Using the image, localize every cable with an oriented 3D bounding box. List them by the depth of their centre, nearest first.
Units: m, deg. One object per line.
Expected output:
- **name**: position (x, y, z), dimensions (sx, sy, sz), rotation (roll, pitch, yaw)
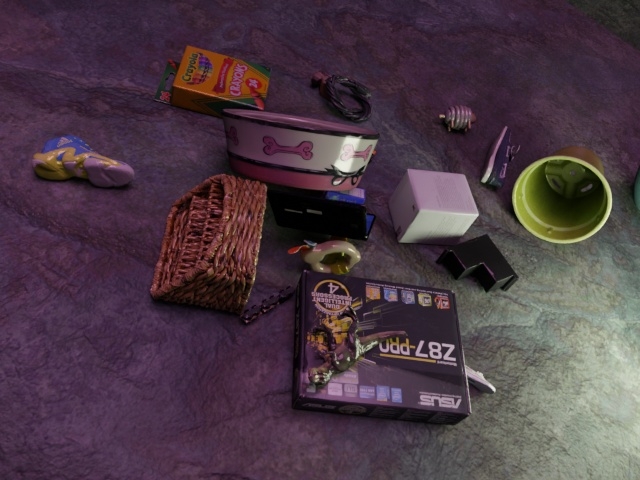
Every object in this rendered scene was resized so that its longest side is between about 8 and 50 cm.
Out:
- **cable**: position (0.086, -0.463, 1.893), dimensions (0.184, 0.047, 0.151), rotation (26, 60, -22)

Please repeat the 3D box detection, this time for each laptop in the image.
- **laptop**: position (0.014, -0.088, 1.446), dimensions (0.234, 0.264, 0.137), rotation (9, 64, 11)

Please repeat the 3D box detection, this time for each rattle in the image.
- **rattle**: position (0.000, 0.000, 1.453), dimensions (0.199, 0.130, 0.143), rotation (19, 60, -32)

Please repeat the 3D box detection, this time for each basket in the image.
- **basket**: position (-0.253, -0.013, 1.341), dimensions (0.222, 0.214, 0.299), rotation (13, 51, -11)

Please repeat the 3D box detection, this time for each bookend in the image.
- **bookend**: position (0.430, 0.080, 1.600), dimensions (0.156, 0.072, 0.157), rotation (-17, 63, -28)

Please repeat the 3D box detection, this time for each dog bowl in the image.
- **dog bowl**: position (-0.059, -0.236, 1.509), dimensions (0.407, 0.151, 0.408), rotation (8, 15, -2)

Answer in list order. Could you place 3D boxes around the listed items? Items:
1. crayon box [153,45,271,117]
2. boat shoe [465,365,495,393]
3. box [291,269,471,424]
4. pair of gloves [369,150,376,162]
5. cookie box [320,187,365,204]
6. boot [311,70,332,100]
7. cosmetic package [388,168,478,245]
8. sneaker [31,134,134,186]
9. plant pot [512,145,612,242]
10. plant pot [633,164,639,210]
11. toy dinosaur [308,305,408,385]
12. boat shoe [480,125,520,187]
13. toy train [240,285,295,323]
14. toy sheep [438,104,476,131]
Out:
- **crayon box**: position (-0.317, -0.467, 1.746), dimensions (0.318, 0.081, 0.202), rotation (12, 52, -10)
- **boat shoe**: position (0.382, 0.334, 1.419), dimensions (0.100, 0.035, 0.035), rotation (28, 53, 11)
- **box**: position (0.135, 0.246, 1.358), dimensions (0.394, 0.097, 0.319), rotation (10, 55, -11)
- **pair of gloves**: position (0.126, -0.271, 1.798), dimensions (0.083, 0.010, 0.074), rotation (30, 49, 1)
- **cookie box**: position (0.059, -0.112, 1.603), dimensions (0.107, 0.092, 0.040), rotation (12, 56, -11)
- **boot**: position (0.024, -0.515, 1.929), dimensions (0.118, 0.042, 0.087), rotation (47, 42, 4)
- **cosmetic package**: position (0.311, -0.091, 1.635), dimensions (0.183, 0.151, 0.152), rotation (4, 53, -18)
- **sneaker**: position (-0.582, -0.210, 1.454), dimensions (0.239, 0.091, 0.126), rotation (7, 52, -13)
- **plant pot**: position (0.764, -0.169, 1.805), dimensions (0.276, 0.276, 0.254), rotation (38, 40, 10)
- **plant pot**: position (1.183, -0.171, 1.969), dimensions (0.289, 0.195, 0.290), rotation (10, 52, -12)
- **toy dinosaur**: position (0.056, 0.217, 1.261), dimensions (0.268, 0.064, 0.118), rotation (-24, 72, -32)
- **boat shoe**: position (0.592, -0.274, 1.907), dimensions (0.079, 0.095, 0.255), rotation (26, 52, 3)
- **toy train**: position (-0.124, 0.152, 1.378), dimensions (0.158, 0.036, 0.027), rotation (-28, 66, -35)
- **toy sheep**: position (0.465, -0.416, 1.978), dimensions (0.131, 0.091, 0.091), rotation (3, 53, -10)
